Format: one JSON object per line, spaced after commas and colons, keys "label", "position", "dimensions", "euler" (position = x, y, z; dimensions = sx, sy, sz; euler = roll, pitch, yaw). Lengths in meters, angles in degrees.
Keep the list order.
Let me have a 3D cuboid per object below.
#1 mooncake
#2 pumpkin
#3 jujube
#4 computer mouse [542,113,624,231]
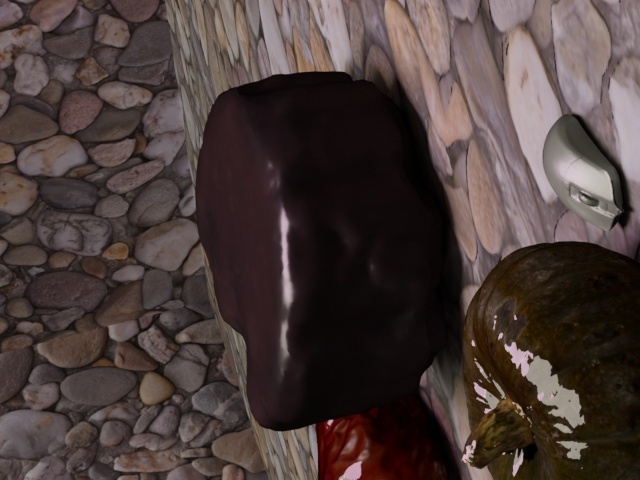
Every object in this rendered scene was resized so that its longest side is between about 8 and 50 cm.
{"label": "mooncake", "position": [0.000, 0.000, 1.595], "dimensions": [0.350, 0.212, 0.381], "euler": [112, 146, -66]}
{"label": "pumpkin", "position": [0.164, 0.109, 0.984], "dimensions": [0.219, 0.162, 0.219], "euler": [162, 90, -78]}
{"label": "jujube", "position": [0.066, 0.251, 1.768], "dimensions": [0.230, 0.155, 0.155], "euler": [-108, 9, -49]}
{"label": "computer mouse", "position": [0.180, -0.045, 1.038], "dimensions": [0.110, 0.032, 0.056], "euler": [-117, 15, -53]}
